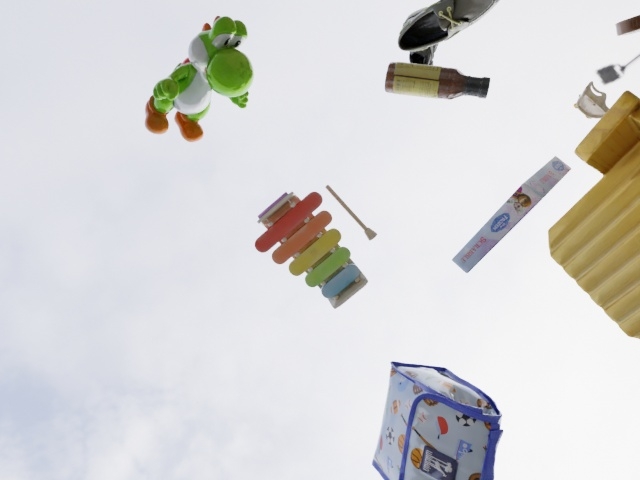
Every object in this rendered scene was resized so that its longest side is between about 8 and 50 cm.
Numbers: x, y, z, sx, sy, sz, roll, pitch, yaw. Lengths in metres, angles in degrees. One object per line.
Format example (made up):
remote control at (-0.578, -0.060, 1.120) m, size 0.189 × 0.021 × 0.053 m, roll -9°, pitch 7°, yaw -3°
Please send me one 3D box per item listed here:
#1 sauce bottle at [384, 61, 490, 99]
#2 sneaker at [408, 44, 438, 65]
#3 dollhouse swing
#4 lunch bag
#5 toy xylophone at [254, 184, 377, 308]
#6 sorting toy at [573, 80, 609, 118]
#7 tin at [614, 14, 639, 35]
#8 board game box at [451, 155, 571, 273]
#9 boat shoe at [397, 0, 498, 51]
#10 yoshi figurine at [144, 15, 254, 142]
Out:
sauce bottle at (0.148, -0.200, 0.609) m, size 0.128 × 0.042 × 0.042 m, roll 13°, pitch -112°, yaw 11°
sneaker at (0.358, -0.672, 1.665) m, size 0.106 × 0.078 × 0.234 m, roll -12°, pitch -68°, yaw -56°
dollhouse swing at (0.540, 0.003, 0.798) m, size 0.315 × 0.305 × 0.346 m, roll 1°, pitch -133°, yaw -50°
lunch bag at (0.309, 0.532, 1.260) m, size 0.239 × 0.385 × 0.327 m, roll 9°, pitch -87°, yaw -19°
toy xylophone at (0.000, 0.000, 1.205) m, size 0.323 × 0.081 × 0.236 m, roll 41°, pitch -86°, yaw -13°
sorting toy at (0.647, -0.337, 1.135) m, size 0.083 × 0.045 × 0.075 m, roll 36°, pitch -107°, yaw -10°
tin at (0.811, -0.532, 1.139) m, size 0.106 × 0.190 × 0.040 m, roll -27°, pitch -74°, yaw -36°
board game box at (0.561, -0.077, 1.403) m, size 0.066 × 0.318 × 0.318 m, roll 45°, pitch -137°, yaw 14°
boat shoe at (0.327, -0.575, 1.240) m, size 0.109 × 0.305 × 0.091 m, roll 44°, pitch -116°, yaw -27°
yoshi figurine at (-0.286, -0.369, 1.175) m, size 0.203 × 0.362 × 0.203 m, roll 40°, pitch -140°, yaw -15°
